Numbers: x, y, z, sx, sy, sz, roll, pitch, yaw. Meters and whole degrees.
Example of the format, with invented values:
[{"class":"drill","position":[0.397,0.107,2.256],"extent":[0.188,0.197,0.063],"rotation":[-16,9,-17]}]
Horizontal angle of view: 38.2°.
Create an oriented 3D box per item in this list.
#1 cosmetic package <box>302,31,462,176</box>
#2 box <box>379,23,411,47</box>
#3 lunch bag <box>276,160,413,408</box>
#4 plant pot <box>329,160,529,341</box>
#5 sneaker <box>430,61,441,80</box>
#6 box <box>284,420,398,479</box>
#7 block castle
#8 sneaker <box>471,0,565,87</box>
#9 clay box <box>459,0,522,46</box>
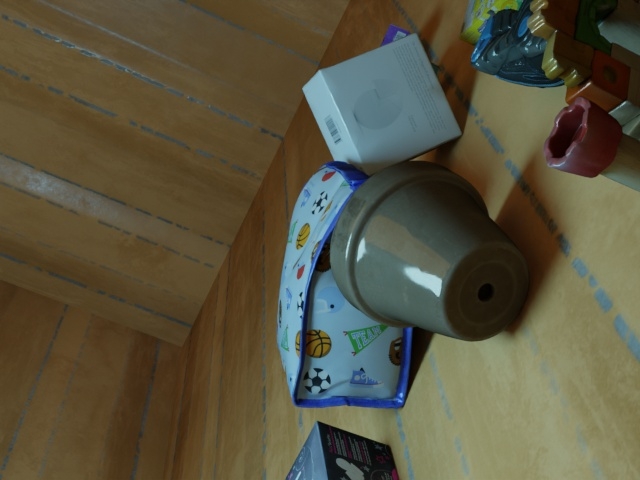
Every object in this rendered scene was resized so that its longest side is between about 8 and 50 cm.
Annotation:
[{"class":"cosmetic package","position":[0.120,-0.256,1.830],"extent":[0.224,0.224,0.138],"rotation":[-24,1,-17]},{"class":"box","position":[0.150,-0.373,2.291],"extent":[0.293,0.057,0.201],"rotation":[-66,-11,6]},{"class":"lunch bag","position":[0.050,0.063,1.653],"extent":[0.328,0.238,0.386],"rotation":[-131,43,-75]},{"class":"plant pot","position":[0.177,0.034,1.350],"extent":[0.229,0.263,0.263],"rotation":[36,104,59]},{"class":"sneaker","position":[0.214,-0.329,2.084],"extent":[0.229,0.092,0.087],"rotation":[91,-166,-72]},{"class":"box","position":[0.030,0.428,1.443],"extent":[0.163,0.142,0.247],"rotation":[-63,14,17]},{"class":"block castle","position":[0.394,-0.299,1.043],"extent":[0.303,0.212,0.453],"rotation":[135,154,-59]},{"class":"sneaker","position":[0.347,-0.302,1.375],"extent":[0.341,0.139,0.125],"rotation":[-157,90,-80]},{"class":"clay box","position":[0.359,-0.490,1.831],"extent":[0.222,0.053,0.128],"rotation":[-34,37,65]}]
